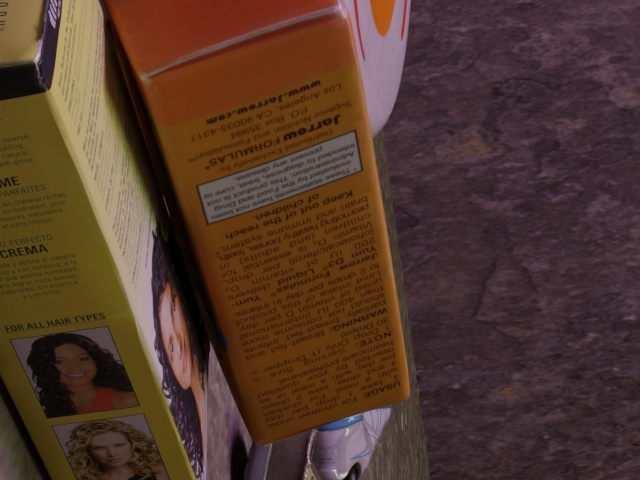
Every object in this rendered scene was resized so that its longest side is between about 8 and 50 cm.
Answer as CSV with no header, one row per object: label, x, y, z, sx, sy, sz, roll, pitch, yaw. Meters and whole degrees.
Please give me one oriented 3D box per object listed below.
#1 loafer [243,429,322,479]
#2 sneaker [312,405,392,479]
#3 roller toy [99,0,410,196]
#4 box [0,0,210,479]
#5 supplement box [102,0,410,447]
loafer,0.005,0.225,1.048,0.094,0.087,0.251,-53,135,-81
sneaker,0.018,0.166,1.398,0.190,0.071,0.083,3,86,-75
roller toy,-0.043,-0.132,0.747,0.191,0.146,0.209,-39,129,-73
box,-0.088,-0.001,0.582,0.232,0.058,0.087,76,9,-47
supplement box,-0.021,-0.017,0.650,0.233,0.080,0.078,75,-9,-50
